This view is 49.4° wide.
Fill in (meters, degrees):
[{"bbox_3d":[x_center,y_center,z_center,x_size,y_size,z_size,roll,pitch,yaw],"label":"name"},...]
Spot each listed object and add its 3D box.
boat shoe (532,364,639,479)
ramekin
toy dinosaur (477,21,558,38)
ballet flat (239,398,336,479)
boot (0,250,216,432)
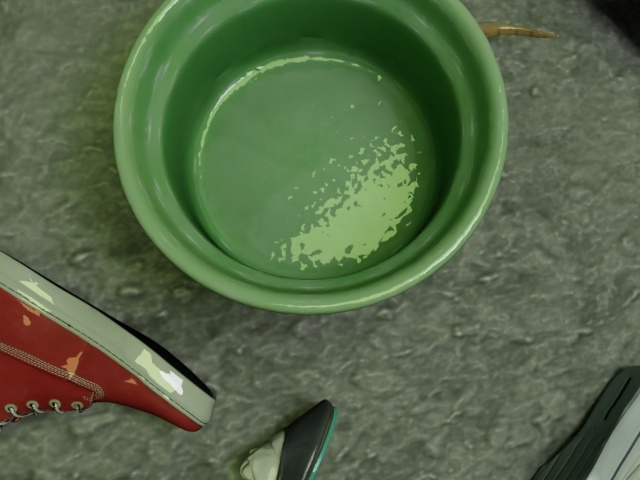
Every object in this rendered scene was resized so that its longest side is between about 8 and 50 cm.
[{"bbox_3d":[0.285,0.227,0.683,0.076,0.083,0.226,46,75,-2],"label":"boat shoe"},{"bbox_3d":[-0.007,-0.081,0.598,0.304,0.148,0.303,0,79,1],"label":"ramekin"},{"bbox_3d":[0.126,-0.203,0.730,0.212,0.064,0.112,-34,103,-5],"label":"toy dinosaur"},{"bbox_3d":[-0.047,0.233,0.617,0.074,0.074,0.203,21,80,-9],"label":"ballet flat"},{"bbox_3d":[-0.226,0.138,0.583,0.244,0.088,0.176,30,77,1],"label":"boot"}]
